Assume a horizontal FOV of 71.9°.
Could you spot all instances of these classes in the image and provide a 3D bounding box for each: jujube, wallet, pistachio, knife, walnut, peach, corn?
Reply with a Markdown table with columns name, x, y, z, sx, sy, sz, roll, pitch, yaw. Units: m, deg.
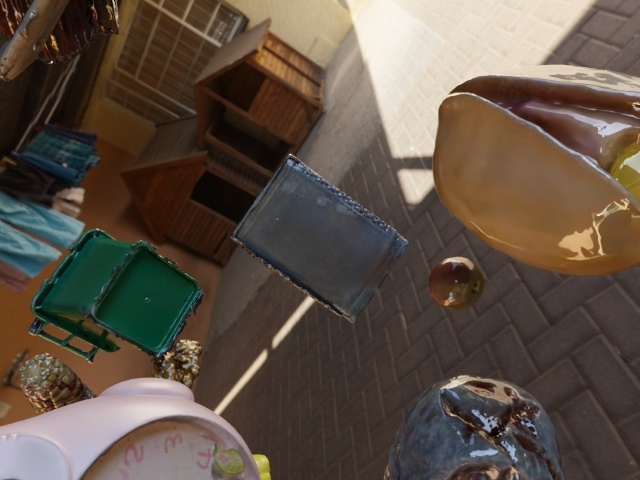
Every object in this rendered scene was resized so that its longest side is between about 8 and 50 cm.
| name | x | y | z | sx | sy | sz | roll | pitch | yaw |
| --- | --- | --- | --- | --- | --- | --- | --- | --- | --- |
| jujube | 0.228 | 0.355 | 0.676 | 0.308 | 0.246 | 0.215 | -63 | -14 | 14 |
| wallet | 0.000 | 0.000 | 1.002 | 0.237 | 0.342 | 0.075 | -56 | 6 | -2 |
| pistachio | 0.255 | -0.090 | 0.496 | 0.230 | 0.229 | 0.309 | -60 | 31 | 7 |
| knife | -0.244 | -0.316 | 0.448 | 0.365 | 0.043 | 0.089 | -49 | 17 | 15 |
| walnut | -0.320 | 0.282 | 0.944 | 0.142 | 0.069 | 0.170 | -36 | 25 | 8 |
| peach | 0.199 | 0.064 | 0.655 | 0.083 | 0.083 | 0.083 | -53 | 19 | 27 |
| corn | -0.501 | 0.329 | 0.883 | 0.098 | 0.098 | 0.290 | -81 | -9 | -47 |

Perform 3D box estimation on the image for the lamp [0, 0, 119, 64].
| name | x | y | z | sx | sy | sz | roll | pitch | yaw |
| --- | --- | --- | --- | --- | --- | --- | --- | --- | --- |
| lamp | -0.438 | -0.400 | 0.682 | 0.247 | 0.246 | 0.247 | -53 | 19 | 27 |

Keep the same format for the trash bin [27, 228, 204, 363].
| name | x | y | z | sx | sy | sz | roll | pitch | yaw |
| --- | --- | --- | --- | --- | --- | --- | --- | --- | --- |
| trash bin | -0.486 | 0.142 | 1.043 | 0.380 | 0.259 | 0.295 | -3 | 52 | 48 |

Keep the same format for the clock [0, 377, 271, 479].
| name | x | y | z | sx | sy | sz | roll | pitch | yaw |
| --- | --- | --- | --- | --- | --- | --- | --- | --- | --- |
| clock | -0.278 | 0.352 | 0.526 | 0.250 | 0.376 | 0.369 | -25 | 55 | 39 |
